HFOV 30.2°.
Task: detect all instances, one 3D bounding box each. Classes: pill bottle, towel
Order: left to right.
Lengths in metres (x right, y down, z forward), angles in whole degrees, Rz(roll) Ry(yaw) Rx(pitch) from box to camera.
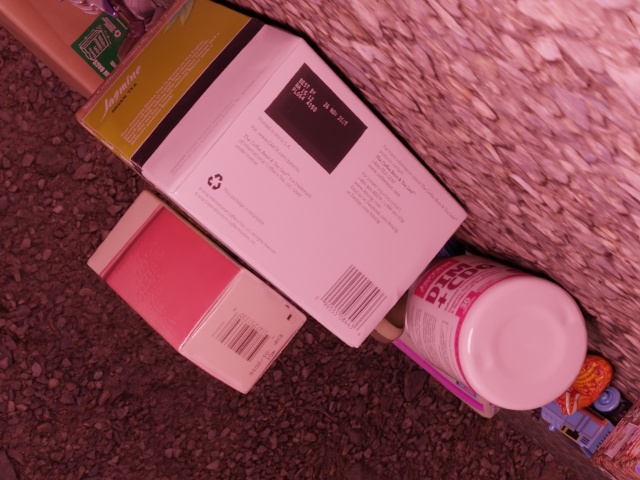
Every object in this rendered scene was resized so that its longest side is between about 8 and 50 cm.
[{"bbox_3d":[0.141,0.014,1.670,0.119,0.029,0.067,-4,143,42],"label":"towel"},{"bbox_3d":[0.204,0.104,1.500,0.160,0.160,0.283,42,175,-16],"label":"pill bottle"}]

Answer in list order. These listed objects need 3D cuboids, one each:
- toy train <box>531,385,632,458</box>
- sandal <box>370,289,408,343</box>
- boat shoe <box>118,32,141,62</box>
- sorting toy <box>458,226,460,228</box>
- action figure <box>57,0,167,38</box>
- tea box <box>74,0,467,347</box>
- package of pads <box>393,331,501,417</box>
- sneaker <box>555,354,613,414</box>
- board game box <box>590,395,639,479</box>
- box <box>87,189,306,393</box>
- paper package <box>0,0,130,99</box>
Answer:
[{"bbox_3d":[0.386,0.251,1.776,0.080,0.105,0.184,44,174,-38],"label":"toy train"},{"bbox_3d":[0.088,0.012,1.550,0.120,0.086,0.302,32,-150,-26],"label":"sandal"},{"bbox_3d":[-0.189,-0.237,1.795,0.116,0.123,0.324,39,-173,-45],"label":"boat shoe"},{"bbox_3d":[0.131,-0.012,1.510,0.083,0.075,0.045,41,176,-16],"label":"sorting toy"},{"bbox_3d":[-0.225,-0.295,1.589,0.285,0.099,0.185,37,170,8],"label":"action figure"},{"bbox_3d":[-0.064,-0.092,1.417,0.329,0.220,0.323,43,176,-35],"label":"tea box"},{"bbox_3d":[0.195,0.135,1.967,0.296,0.101,0.229,38,159,29],"label":"package of pads"},{"bbox_3d":[0.374,0.190,1.652,0.064,0.067,0.175,59,165,15],"label":"sneaker"},{"bbox_3d":[0.420,0.241,1.165,0.232,0.141,0.291,40,176,9],"label":"board game box"},{"bbox_3d":[-0.156,0.062,1.478,0.232,0.127,0.148,36,176,43],"label":"box"},{"bbox_3d":[-0.434,-0.387,1.964,0.325,0.168,0.309,45,174,-40],"label":"paper package"}]
